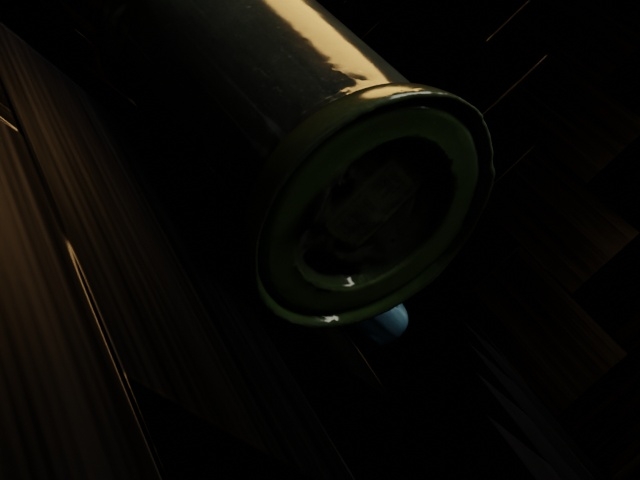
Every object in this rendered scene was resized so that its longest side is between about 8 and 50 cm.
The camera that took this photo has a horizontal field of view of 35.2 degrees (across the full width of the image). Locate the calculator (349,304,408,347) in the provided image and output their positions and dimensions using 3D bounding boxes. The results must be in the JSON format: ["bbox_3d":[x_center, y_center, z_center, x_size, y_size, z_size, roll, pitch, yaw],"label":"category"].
[{"bbox_3d":[0.000,0.000,1.006,0.173,0.051,0.293,45,8,-26],"label":"calculator"}]

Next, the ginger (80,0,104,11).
[{"bbox_3d":[-0.185,-0.353,0.919,0.155,0.304,0.244,9,52,-60],"label":"ginger"}]

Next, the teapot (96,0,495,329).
[{"bbox_3d":[-0.026,-0.099,0.826,0.270,0.200,0.337,38,9,-50],"label":"teapot"}]
